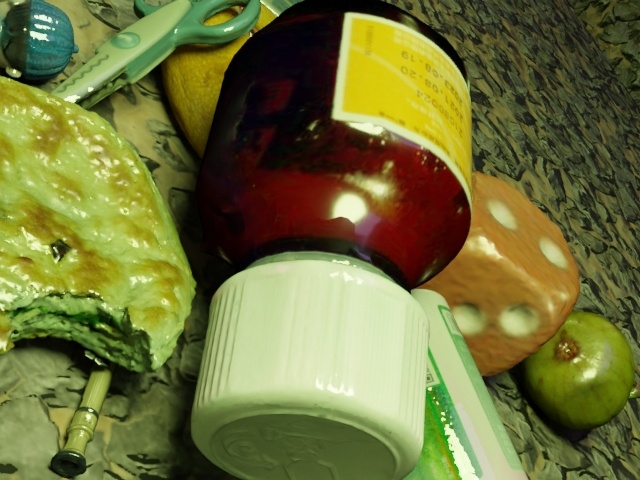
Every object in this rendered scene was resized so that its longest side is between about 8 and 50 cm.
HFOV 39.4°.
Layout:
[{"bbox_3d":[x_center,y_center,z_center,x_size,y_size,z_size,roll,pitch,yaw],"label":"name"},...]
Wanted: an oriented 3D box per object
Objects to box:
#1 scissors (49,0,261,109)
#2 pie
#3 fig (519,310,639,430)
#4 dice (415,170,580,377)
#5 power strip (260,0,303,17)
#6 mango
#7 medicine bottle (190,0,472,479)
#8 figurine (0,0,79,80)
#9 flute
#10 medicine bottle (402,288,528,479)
[{"bbox_3d":[-0.180,-0.186,0.874,0.138,0.041,0.289,26,54,21],"label":"scissors"},{"bbox_3d":[-0.223,-0.014,0.680,0.303,0.067,0.302,25,37,-21],"label":"pie"},{"bbox_3d":[0.327,0.168,1.138,0.142,0.148,0.186,47,-11,23],"label":"fig"},{"bbox_3d":[0.181,0.036,1.044,0.179,0.174,0.175,42,33,-12],"label":"dice"},{"bbox_3d":[-0.041,-0.308,1.269,0.270,0.046,0.118,38,33,-15],"label":"power strip"},{"bbox_3d":[-0.082,-0.164,0.985,0.177,0.120,0.294,-1,54,-42],"label":"mango"},{"bbox_3d":[0.000,0.000,0.741,0.243,0.242,0.395,32,50,-25],"label":"medicine bottle"},{"bbox_3d":[-0.295,-0.192,0.803,0.149,0.087,0.086,-1,94,-51],"label":"figurine"},{"bbox_3d":[-0.165,0.084,0.706,0.027,0.027,0.233,36,34,-20],"label":"flute"},{"bbox_3d":[0.106,0.190,0.823,0.133,0.133,0.274,12,45,-44],"label":"medicine bottle"}]
